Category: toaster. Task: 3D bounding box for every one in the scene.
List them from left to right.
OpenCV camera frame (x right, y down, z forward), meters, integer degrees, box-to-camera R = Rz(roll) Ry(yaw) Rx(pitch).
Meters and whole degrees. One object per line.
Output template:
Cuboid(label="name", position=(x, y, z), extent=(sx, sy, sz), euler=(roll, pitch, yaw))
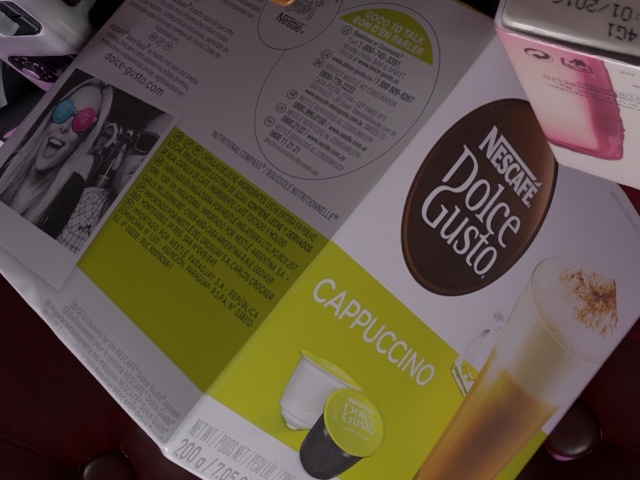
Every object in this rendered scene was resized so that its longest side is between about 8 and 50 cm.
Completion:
Cuboid(label="toaster", position=(-0.208, -0.227, 0.953), extent=(0.110, 0.186, 0.168), euler=(13, 163, 36))

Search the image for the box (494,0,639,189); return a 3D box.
Cuboid(label="box", position=(0.191, -0.122, 0.626), extent=(0.127, 0.149, 0.232), euler=(18, 173, 21))

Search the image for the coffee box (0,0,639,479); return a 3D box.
Cuboid(label="coffee box", position=(0.000, 0.000, 0.907), extent=(0.338, 0.334, 0.337), euler=(36, 176, 44))

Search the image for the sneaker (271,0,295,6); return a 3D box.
Cuboid(label="sneaker", position=(-0.015, -0.209, 0.661), extent=(0.106, 0.123, 0.290), euler=(22, 173, 6))

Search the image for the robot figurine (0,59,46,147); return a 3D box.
Cuboid(label="robot figurine", position=(-0.225, -0.164, 1.207), extent=(0.278, 0.174, 0.209), euler=(-21, 153, 28))

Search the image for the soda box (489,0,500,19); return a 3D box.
Cuboid(label="soda box", position=(0.170, -0.130, 0.993), extent=(0.067, 0.071, 0.210), euler=(19, 174, 12))
